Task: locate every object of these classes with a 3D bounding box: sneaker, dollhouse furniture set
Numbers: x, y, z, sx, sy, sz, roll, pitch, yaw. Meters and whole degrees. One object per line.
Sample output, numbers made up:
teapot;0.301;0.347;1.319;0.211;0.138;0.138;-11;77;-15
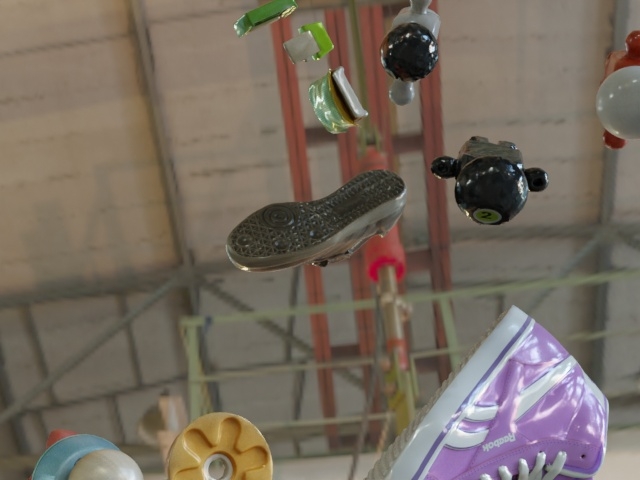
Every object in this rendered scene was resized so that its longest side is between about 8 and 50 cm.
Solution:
sneaker;0.147;0.191;1.153;0.161;0.282;0.102;44;-31;4
dollhouse furniture set;-0.021;-0.166;1.369;0.059;0.076;0.151;-30;-85;-26
sneaker;0.000;0.000;1.226;0.188;0.066;0.071;-22;-39;-28

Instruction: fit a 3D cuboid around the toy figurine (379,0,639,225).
toy figurine;0.163;-0.141;1.139;0.213;0.148;0.209;-29;-79;15

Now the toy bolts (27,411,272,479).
toy bolts;-0.125;0.218;1.139;0.228;0.218;0.158;34;-23;-19
